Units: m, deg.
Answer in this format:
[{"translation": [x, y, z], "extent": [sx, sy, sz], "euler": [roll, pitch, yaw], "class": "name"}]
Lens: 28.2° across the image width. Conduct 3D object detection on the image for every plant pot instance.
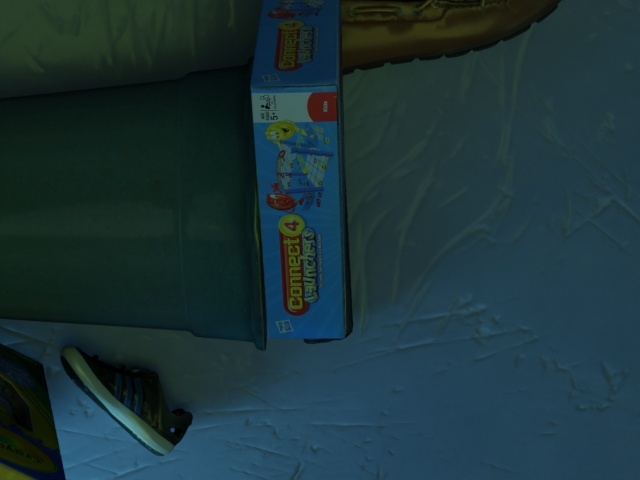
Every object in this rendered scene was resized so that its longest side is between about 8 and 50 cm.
[{"translation": [-0.232, -0.041, 1.480], "extent": [0.334, 0.341, 0.341], "euler": [-1, 105, -1], "class": "plant pot"}]

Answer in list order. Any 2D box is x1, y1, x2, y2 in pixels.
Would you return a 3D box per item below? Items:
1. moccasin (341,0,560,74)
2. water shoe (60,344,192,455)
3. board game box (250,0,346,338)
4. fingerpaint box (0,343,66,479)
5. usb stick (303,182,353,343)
[{"translation": [0.121, -0.303, 1.562], "extent": [0.379, 0.139, 0.147], "euler": [-10, 116, 3], "class": "moccasin"}, {"translation": [-0.254, 0.193, 1.668], "extent": [0.080, 0.073, 0.203], "euler": [-49, 113, -18], "class": "water shoe"}, {"translation": [-0.017, -0.101, 1.410], "extent": [0.086, 0.308, 0.302], "euler": [-1, 122, 2], "class": "board game box"}, {"translation": [-0.520, 0.170, 1.409], "extent": [0.444, 0.371, 0.163], "euler": [31, 97, -22], "class": "fingerpaint box"}, {"translation": [0.000, 0.000, 1.661], "extent": [0.077, 0.045, 0.278], "euler": [-5, 106, -8], "class": "usb stick"}]
